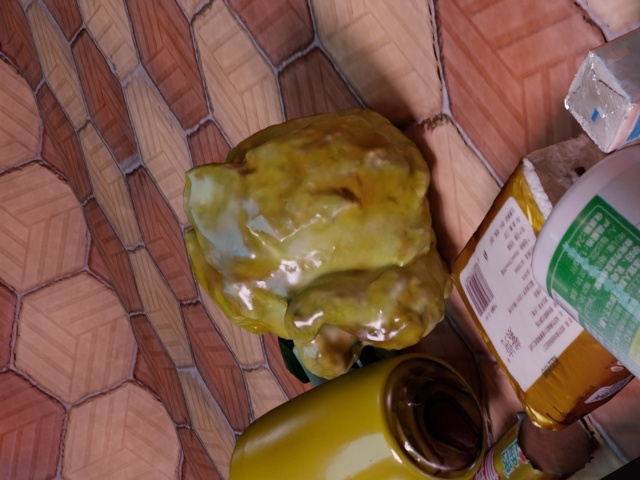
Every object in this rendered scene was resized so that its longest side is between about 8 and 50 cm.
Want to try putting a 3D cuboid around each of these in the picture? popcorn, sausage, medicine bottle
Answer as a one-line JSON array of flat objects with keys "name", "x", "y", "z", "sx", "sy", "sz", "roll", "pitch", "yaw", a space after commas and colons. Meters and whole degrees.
[{"name": "popcorn", "x": -0.001, "y": 0.006, "z": 1.403, "sx": 0.276, "sy": 0.225, "sz": 0.276, "roll": 21, "pitch": 123, "yaw": 36}, {"name": "sausage", "x": 0.186, "y": 0.255, "z": 1.452, "sx": 0.082, "sy": 0.082, "sz": 0.371, "roll": 60, "pitch": 159, "yaw": 17}, {"name": "medicine bottle", "x": 0.274, "y": 0.064, "z": 0.918, "sx": 0.274, "sy": 0.133, "sz": 0.133, "roll": 47, "pitch": 153, "yaw": 31}]

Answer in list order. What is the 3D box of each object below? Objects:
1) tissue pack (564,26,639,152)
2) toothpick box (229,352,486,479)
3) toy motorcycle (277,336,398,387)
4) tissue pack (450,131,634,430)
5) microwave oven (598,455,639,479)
[{"name": "tissue pack", "x": 0.219, "y": -0.108, "z": 0.936, "sx": 0.059, "sy": 0.094, "sz": 0.074, "roll": 58, "pitch": 159, "yaw": 21}, {"name": "toothpick box", "x": 0.042, "y": 0.220, "z": 1.443, "sx": 0.271, "sy": 0.175, "sz": 0.175, "roll": -36, "pitch": 77, "yaw": 45}, {"name": "toy motorcycle", "x": 0.051, "y": 0.220, "z": 1.693, "sx": 0.196, "sy": 0.125, "sz": 0.331, "roll": 33, "pitch": 146, "yaw": 55}, {"name": "tissue pack", "x": 0.200, "y": 0.041, "z": 1.155, "sx": 0.183, "sy": 0.092, "sz": 0.226, "roll": 60, "pitch": 158, "yaw": 17}, {"name": "microwave oven", "x": 0.267, "y": 0.337, "z": 1.128, "sx": 0.286, "sy": 0.218, "sz": 0.355, "roll": 60, "pitch": 159, "yaw": 13}]
